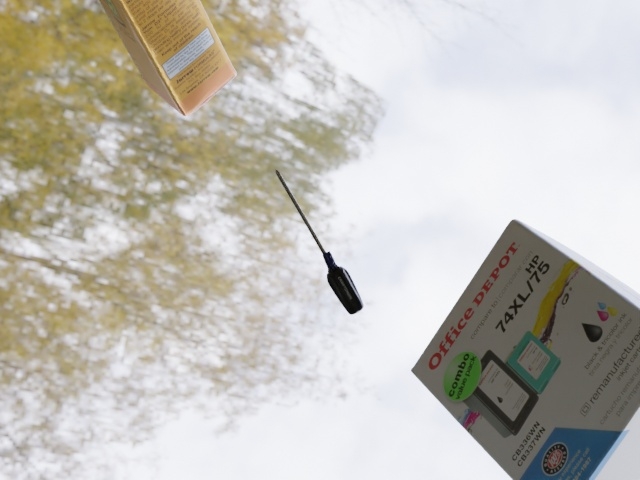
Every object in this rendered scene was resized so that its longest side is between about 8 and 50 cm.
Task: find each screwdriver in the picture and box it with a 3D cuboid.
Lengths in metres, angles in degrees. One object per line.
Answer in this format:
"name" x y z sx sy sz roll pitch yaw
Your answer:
"screwdriver" 0.000 0.000 1.250 0.025 0.024 0.170 -21 -78 24

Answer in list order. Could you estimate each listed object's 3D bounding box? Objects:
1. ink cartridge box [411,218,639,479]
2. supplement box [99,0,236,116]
"ink cartridge box" 0.265 0.145 1.188 0.198 0.197 0.270 -57 -146 8
"supplement box" -0.163 -0.228 1.178 0.080 0.233 0.078 -42 -126 -10
